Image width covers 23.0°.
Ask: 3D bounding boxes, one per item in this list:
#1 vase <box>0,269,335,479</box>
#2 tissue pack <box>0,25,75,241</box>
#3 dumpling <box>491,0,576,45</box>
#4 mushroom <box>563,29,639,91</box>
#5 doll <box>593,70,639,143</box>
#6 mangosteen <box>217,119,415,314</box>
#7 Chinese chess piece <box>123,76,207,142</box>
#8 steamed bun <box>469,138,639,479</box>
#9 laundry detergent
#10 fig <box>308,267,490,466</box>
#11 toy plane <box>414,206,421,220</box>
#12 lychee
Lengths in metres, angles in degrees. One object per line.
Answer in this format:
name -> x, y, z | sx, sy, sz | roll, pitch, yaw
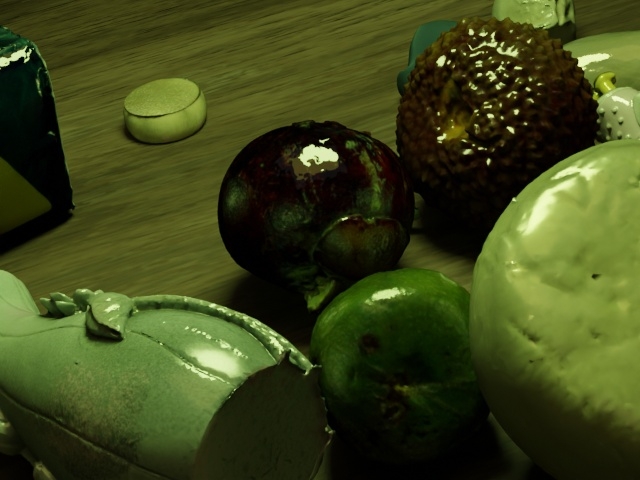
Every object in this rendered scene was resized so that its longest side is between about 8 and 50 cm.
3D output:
vase -> -0.222, 0.160, 1.591 | 0.445, 0.250, 0.250 | 14, 39, 37
tissue pack -> -0.558, -0.095, 2.019 | 0.416, 0.264, 0.253 | -27, 38, -27
dumpling -> 0.292, -0.313, 2.294 | 0.172, 0.142, 0.247 | -34, 12, 19
mushroom -> 0.360, -0.209, 2.112 | 0.350, 0.128, 0.128 | -13, 33, 1
doll -> 0.400, -0.126, 1.977 | 0.081, 0.129, 0.207 | -17, 55, -23
mangosteen -> 0.000, 0.000, 1.819 | 0.231, 0.231, 0.289 | -8, 65, 2
Chinese chess piece -> -0.225, -0.188, 2.284 | 0.122, 0.051, 0.122 | -7, 34, 5
steamed bun -> 0.293, 0.094, 1.522 | 0.312, 0.233, 0.334 | -31, 74, -14
laundry detergent -> 0.166, -0.247, 2.274 | 0.096, 0.061, 0.206 | 6, 36, 12
fig -> 0.075, 0.125, 1.647 | 0.203, 0.203, 0.235 | -15, 3, -10
toy plane -> 0.074, -0.033, 1.980 | 0.111, 0.040, 0.102 | 7, 37, 21
lychee -> 0.226, -0.143, 1.939 | 0.267, 0.267, 0.267 | -6, 33, 4
